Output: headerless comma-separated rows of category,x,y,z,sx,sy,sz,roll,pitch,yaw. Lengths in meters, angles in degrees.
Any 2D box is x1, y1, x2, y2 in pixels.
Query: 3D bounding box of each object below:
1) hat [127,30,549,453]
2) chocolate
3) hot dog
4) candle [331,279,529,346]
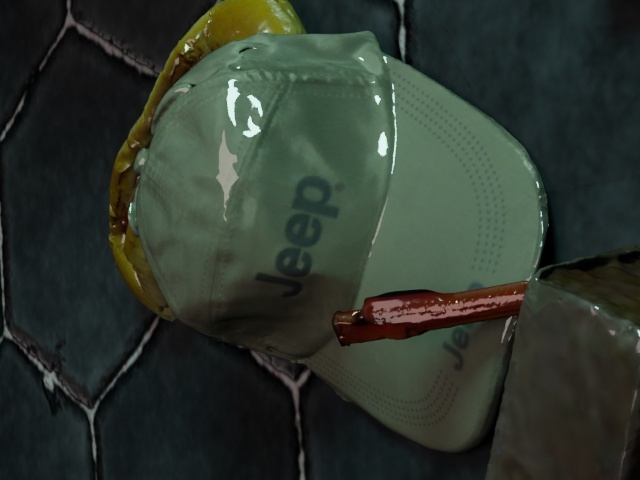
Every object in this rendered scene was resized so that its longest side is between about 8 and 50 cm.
hat,0.000,0.000,1.031,0.244,0.149,0.214,40,122,58
chocolate,0.129,0.154,0.870,0.112,0.112,0.321,30,114,47
hot dog,-0.084,-0.052,1.184,0.242,0.073,0.084,-60,41,33
candle,0.083,0.033,0.948,0.167,0.021,0.026,-10,92,27
